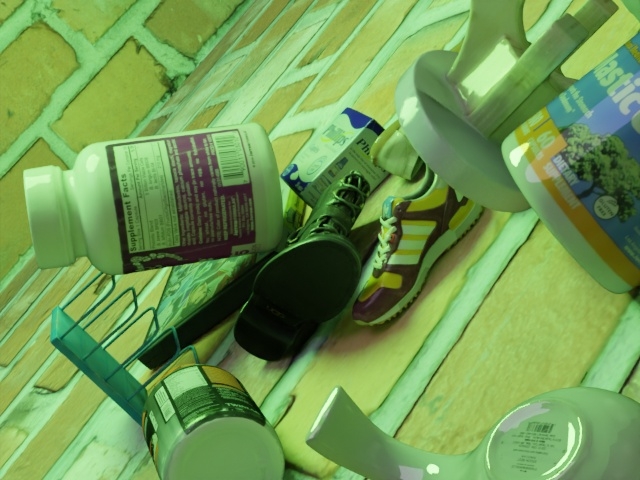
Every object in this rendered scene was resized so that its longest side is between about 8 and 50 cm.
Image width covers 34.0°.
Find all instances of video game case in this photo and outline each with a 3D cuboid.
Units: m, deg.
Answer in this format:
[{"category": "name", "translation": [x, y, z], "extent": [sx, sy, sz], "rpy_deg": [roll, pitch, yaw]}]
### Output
[{"category": "video game case", "translation": [-0.135, 0.034, 1.502], "extent": [0.275, 0.035, 0.248], "rpy_deg": [-36, 22, 25]}]

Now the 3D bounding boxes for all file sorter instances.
[{"category": "file sorter", "translation": [-0.248, 0.133, 1.346], "extent": [0.104, 0.170, 0.118], "rpy_deg": [-41, 20, 1]}]

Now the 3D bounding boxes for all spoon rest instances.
[{"category": "spoon rest", "translation": [0.116, 0.157, 0.744], "extent": [0.276, 0.084, 0.137], "rpy_deg": [1, 49, 46]}]

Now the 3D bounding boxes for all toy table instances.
[{"category": "toy table", "translation": [0.188, -0.149, 0.950], "extent": [0.161, 0.252, 0.274], "rpy_deg": [-46, 8, 29]}]

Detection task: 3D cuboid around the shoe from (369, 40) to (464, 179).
[{"category": "shoe", "translation": [0.149, -0.162, 1.300], "extent": [0.058, 0.076, 0.219], "rpy_deg": [33, 74, 26]}]

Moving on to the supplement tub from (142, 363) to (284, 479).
[{"category": "supplement tub", "translation": [-0.112, 0.193, 1.035], "extent": [0.117, 0.117, 0.190], "rpy_deg": [-47, 19, -4]}]

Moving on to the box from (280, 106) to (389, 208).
[{"category": "box", "translation": [0.028, -0.099, 1.384], "extent": [0.137, 0.072, 0.126], "rpy_deg": [-45, 21, 0]}]

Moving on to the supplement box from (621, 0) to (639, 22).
[{"category": "supplement box", "translation": [0.389, -0.251, 0.909], "extent": [0.220, 0.111, 0.114], "rpy_deg": [-46, 19, -3]}]

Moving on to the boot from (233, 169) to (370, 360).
[{"category": "boot", "translation": [0.000, 0.000, 1.184], "extent": [0.263, 0.091, 0.229], "rpy_deg": [-45, 12, 52]}]

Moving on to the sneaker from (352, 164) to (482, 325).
[{"category": "sneaker", "translation": [0.080, 0.001, 1.073], "extent": [0.185, 0.084, 0.069], "rpy_deg": [-50, 21, -13]}]

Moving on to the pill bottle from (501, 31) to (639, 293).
[{"category": "pill bottle", "translation": [0.282, -0.096, 0.764], "extent": [0.272, 0.152, 0.152], "rpy_deg": [-40, 21, 18]}]

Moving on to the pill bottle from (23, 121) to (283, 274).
[{"category": "pill bottle", "translation": [-0.208, -0.047, 1.309], "extent": [0.301, 0.169, 0.169], "rpy_deg": [-9, 17, -12]}]
